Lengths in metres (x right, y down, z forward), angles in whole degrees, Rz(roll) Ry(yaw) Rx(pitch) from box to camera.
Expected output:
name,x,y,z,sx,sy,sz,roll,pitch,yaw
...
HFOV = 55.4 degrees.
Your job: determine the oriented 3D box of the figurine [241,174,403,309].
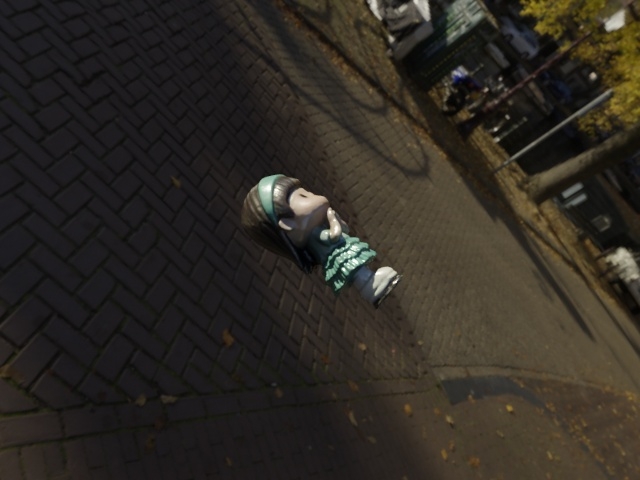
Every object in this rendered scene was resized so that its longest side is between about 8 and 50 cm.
name,x,y,z,sx,sy,sz,roll,pitch,yaw
figurine,0.000,0.000,0.369,0.106,0.047,0.060,38,17,8
